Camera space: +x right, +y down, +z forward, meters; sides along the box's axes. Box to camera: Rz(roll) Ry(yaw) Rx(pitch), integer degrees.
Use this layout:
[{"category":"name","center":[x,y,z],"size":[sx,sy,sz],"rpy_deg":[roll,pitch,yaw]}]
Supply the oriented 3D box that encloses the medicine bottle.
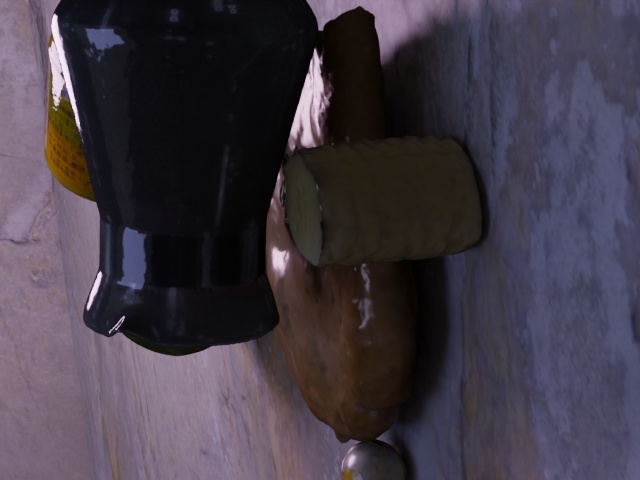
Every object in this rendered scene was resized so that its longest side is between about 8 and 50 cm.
[{"category":"medicine bottle","center":[-0.283,-0.251,2.165],"size":[0.384,0.224,0.224],"rpy_deg":[104,151,-47]}]

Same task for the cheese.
[{"category":"cheese","center":[0.057,-0.036,1.383],"size":[0.094,0.167,0.123],"rpy_deg":[109,147,-49]}]

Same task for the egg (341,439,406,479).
[{"category":"egg","center":[0.057,0.253,1.636],"size":[0.083,0.071,0.071],"rpy_deg":[-135,41,-63]}]

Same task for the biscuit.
[{"category":"biscuit","center":[-0.001,0.000,1.643],"size":[0.429,0.104,0.446],"rpy_deg":[175,87,-73]}]

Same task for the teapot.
[{"category":"teapot","center":[-0.126,-0.091,1.475],"size":[0.300,0.253,0.344],"rpy_deg":[-27,-57,-64]}]

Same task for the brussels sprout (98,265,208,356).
[{"category":"brussels sprout","center":[-0.202,0.039,2.067],"size":[0.244,0.244,0.244],"rpy_deg":[172,90,-70]}]
